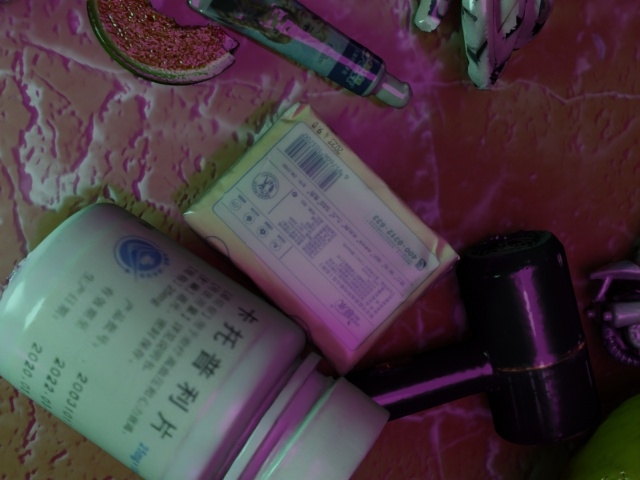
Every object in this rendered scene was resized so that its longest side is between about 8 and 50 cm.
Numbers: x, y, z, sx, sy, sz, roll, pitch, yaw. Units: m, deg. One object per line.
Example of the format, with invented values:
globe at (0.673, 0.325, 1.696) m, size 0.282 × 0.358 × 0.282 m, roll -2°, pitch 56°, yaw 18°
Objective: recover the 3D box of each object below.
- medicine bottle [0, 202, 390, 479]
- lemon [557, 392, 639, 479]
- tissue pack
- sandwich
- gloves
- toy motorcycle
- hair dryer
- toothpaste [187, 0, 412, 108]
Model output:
medicine bottle at (-0.103, 0.111, 0.737) m, size 0.293 × 0.170 × 0.170 m, roll 35°, pitch 90°, yaw 6°
lemon at (0.381, 0.295, 0.840) m, size 0.387 × 0.350 × 0.349 m, roll -13°, pitch 105°, yaw -52°
tissue pack at (0.000, 0.000, 0.807) m, size 0.148 × 0.092 × 0.196 m, roll -45°, pitch 90°, yaw -3°
sandwich at (-0.140, -0.171, 0.798) m, size 0.135 × 0.029 × 0.067 m, roll 19°, pitch 89°, yaw -14°
gloves at (0.161, -0.243, 0.820) m, size 0.128 × 0.111 × 0.212 m, roll 3°, pitch 91°, yaw -18°
toy motorcycle at (0.382, 0.014, 0.918) m, size 0.260 × 0.110 × 0.171 m, roll -24°, pitch 87°, yaw -1°
hair dryer at (0.077, 0.120, 0.866) m, size 0.352 × 0.107 × 0.189 m, roll -15°, pitch 100°, yaw -5°
toothpaste at (-0.012, -0.180, 0.824) m, size 0.216 × 0.037 × 0.062 m, roll 30°, pitch 92°, yaw -11°
